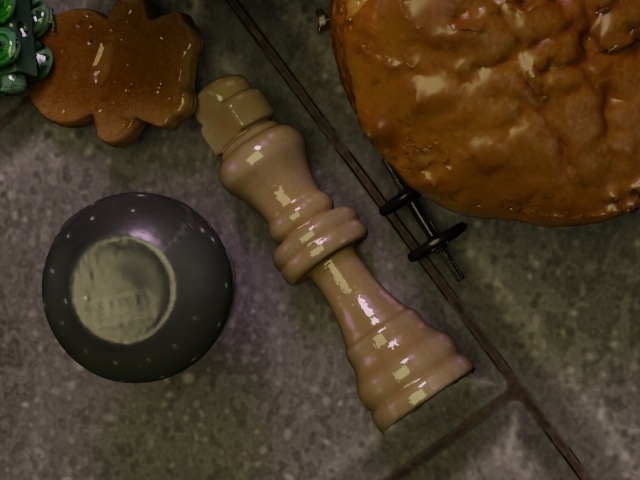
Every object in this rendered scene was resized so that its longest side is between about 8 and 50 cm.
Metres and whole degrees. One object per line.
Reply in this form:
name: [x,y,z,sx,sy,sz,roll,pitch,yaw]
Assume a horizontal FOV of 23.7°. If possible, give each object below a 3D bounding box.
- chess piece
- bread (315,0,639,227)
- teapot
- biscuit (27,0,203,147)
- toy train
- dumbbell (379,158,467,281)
chess piece: [0.000,0.000,1.551,0.117,0.117,0.397,-35,82,9]
bread: [0.200,-0.196,1.404,0.398,0.215,0.398,-2,98,-15]
teapot: [-0.160,0.043,1.508,0.183,0.251,0.184,0,91,10]
biscuit: [-0.222,-0.179,1.605,0.225,0.036,0.166,2,84,28]
toy train: [-0.353,-0.269,1.621,0.119,0.085,0.251,-13,76,26]
dumbbell: [0.104,-0.022,1.547,0.069,0.069,0.147,-32,84,10]
